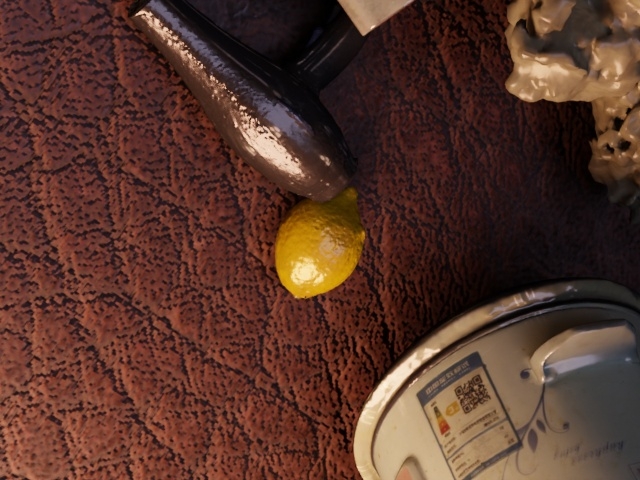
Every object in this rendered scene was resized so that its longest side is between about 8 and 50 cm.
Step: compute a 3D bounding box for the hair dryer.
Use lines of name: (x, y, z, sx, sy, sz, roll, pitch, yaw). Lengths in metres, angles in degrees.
hair dryer: (-0.010, -0.160, 1.086, 0.195, 0.075, 0.219, 44, 69, -22)

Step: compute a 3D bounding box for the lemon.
lemon: (0.000, 0.000, 1.122, 0.065, 0.065, 0.092, 26, 96, -33)

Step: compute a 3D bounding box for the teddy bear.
teddy bear: (0.253, -0.183, 1.147, 0.357, 0.224, 0.367, -29, 144, -32)

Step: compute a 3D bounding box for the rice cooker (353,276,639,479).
rice cooker: (0.174, 0.176, 1.145, 0.264, 0.316, 0.316, -12, 110, -15)

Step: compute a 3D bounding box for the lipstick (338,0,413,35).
lipstick: (0.003, -0.234, 1.048, 0.063, 0.057, 0.186, -34, 94, 8)
